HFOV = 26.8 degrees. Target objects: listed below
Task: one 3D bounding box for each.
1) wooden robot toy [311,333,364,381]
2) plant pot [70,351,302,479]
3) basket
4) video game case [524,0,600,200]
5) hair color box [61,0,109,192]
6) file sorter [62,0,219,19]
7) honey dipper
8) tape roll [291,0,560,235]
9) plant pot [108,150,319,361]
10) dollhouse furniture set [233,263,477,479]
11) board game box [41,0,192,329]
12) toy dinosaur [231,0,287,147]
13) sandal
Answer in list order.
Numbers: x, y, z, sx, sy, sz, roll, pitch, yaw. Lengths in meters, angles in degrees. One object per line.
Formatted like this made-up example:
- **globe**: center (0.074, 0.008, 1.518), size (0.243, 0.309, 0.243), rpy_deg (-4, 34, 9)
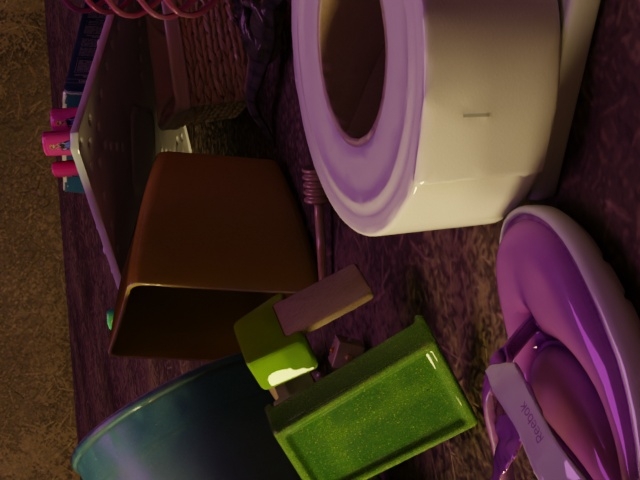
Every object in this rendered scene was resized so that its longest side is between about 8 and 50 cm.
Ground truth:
- **wooden robot toy**: center (0.009, 0.175, 1.385), size (0.079, 0.076, 0.173), rpy_deg (-119, 28, -72)
- **plant pot**: center (-0.095, 0.294, 1.467), size (0.255, 0.271, 0.272), rpy_deg (61, 155, 17)
- **basket**: center (-0.153, -0.232, 1.683), size (0.113, 0.103, 0.167), rpy_deg (151, 112, -70)
- **video game case**: center (0.136, -0.178, 0.961), size (0.206, 0.026, 0.227), rpy_deg (-119, 28, -49)
- **hair color box**: center (-0.322, -0.234, 2.041), size (0.347, 0.105, 0.174), rpy_deg (-93, 9, -55)
- **file sorter**: center (-0.195, -0.362, 1.479), size (0.290, 0.202, 0.182), rpy_deg (17, 149, 55)
- **honey dipper**: center (0.000, 0.000, 1.419), size (0.030, 0.030, 0.161), rpy_deg (-142, 45, -65)
- **tape roll**: center (0.066, -0.146, 0.982), size (0.286, 0.100, 0.286), rpy_deg (174, 90, -72)
- **plant pot**: center (-0.127, 0.015, 1.552), size (0.212, 0.212, 0.187), rpy_deg (119, 152, -59)
- **dollhouse furniture set**: center (0.068, 0.188, 1.211), size (0.301, 0.151, 0.197), rpy_deg (61, 180, -28)
- **board game box**: center (-0.249, -0.115, 1.724), size (0.390, 0.050, 0.390), rpy_deg (81, -169, -46)
- **toy dinosaur**: center (-0.071, -0.236, 1.510), size (0.268, 0.064, 0.118), rpy_deg (101, 148, -49)
- **sandal**: center (0.160, 0.174, 0.874), size (0.169, 0.102, 0.416), rpy_deg (133, 128, -66)
